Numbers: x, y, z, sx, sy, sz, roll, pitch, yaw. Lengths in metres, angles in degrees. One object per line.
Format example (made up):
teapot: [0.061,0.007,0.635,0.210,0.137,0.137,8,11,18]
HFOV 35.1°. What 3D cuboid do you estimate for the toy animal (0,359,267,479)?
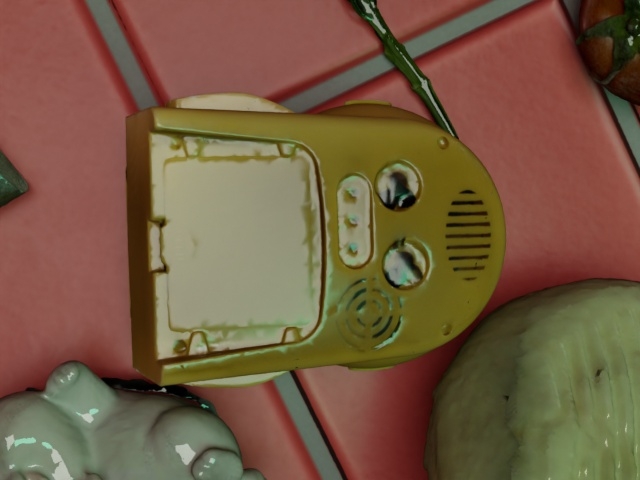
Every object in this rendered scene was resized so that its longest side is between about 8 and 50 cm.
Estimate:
toy animal: [-0.215,0.209,0.841,0.325,0.154,0.209,-18,106,7]

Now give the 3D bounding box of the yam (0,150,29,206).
yam: [-0.340,-0.025,0.861,0.169,0.068,0.068,-33,95,-6]

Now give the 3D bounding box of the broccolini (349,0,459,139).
broccolini: [0.060,-0.178,0.920,0.042,0.044,0.218,-34,100,-20]

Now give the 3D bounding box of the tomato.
tomato: [0.317,-0.204,0.890,0.167,0.167,0.167,0,92,-6]

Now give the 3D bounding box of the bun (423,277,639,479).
bun: [0.234,0.218,0.852,0.361,0.213,0.361,7,70,-20]

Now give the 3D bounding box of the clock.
clock: [0.000,0.000,0.847,0.316,0.200,0.244,-1,95,-14]
